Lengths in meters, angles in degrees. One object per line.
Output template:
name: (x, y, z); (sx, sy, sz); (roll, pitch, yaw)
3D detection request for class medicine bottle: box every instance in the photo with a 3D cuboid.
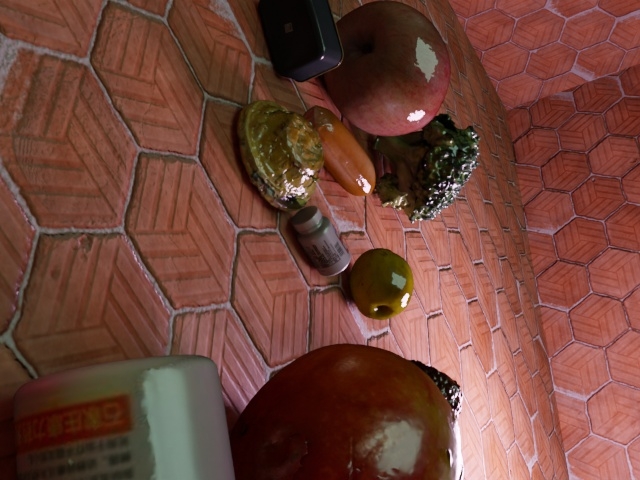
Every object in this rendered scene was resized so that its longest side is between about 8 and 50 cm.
medicine bottle: (0.000, 0.000, 1.455); (0.140, 0.079, 0.079); (57, 30, -29)
medicine bottle: (-0.187, 0.326, 0.729); (0.219, 0.219, 0.388); (12, 64, -61)

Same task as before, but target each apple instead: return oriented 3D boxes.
apple: (0.153, -0.435, 1.770); (0.269, 0.345, 0.344); (11, 64, -41)

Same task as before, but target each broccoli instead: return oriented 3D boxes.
broccoli: (0.284, -0.230, 1.975); (0.281, 0.293, 0.348); (29, 22, -2)

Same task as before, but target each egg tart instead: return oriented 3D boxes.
egg tart: (-0.069, -0.176, 1.406); (0.241, 0.106, 0.241); (33, 48, -47)

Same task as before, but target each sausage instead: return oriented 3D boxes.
sausage: (0.045, -0.205, 1.646); (0.274, 0.105, 0.105); (45, 37, -43)

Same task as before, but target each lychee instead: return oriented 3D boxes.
lychee: (0.218, 0.362, 1.561); (0.188, 0.188, 0.188); (41, 40, -47)

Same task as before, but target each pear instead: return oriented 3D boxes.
pear: (0.139, 0.094, 1.598); (0.149, 0.149, 0.162); (45, 41, -44)

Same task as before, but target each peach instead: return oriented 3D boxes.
peach: (0.026, 0.326, 1.047); (0.370, 0.370, 0.370); (41, 40, -47)

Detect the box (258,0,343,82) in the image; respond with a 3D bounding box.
box: (-0.047, -0.469, 1.577); (0.090, 0.145, 0.200); (-10, 84, -61)
